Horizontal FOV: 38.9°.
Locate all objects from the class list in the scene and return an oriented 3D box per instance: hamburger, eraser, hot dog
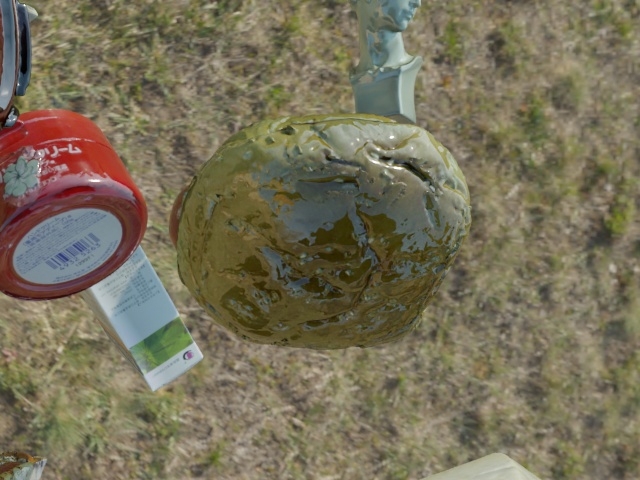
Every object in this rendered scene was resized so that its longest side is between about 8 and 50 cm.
[{"bbox_3d":[0.002,0.001,0.856,0.265,0.134,0.285,-2,132,-19],"label":"hamburger"},{"bbox_3d":[-0.502,-0.375,1.488,0.038,0.083,0.019,-31,85,11],"label":"eraser"},{"bbox_3d":[-0.576,0.419,1.575,0.252,0.131,0.069,-9,99,-73],"label":"hot dog"}]

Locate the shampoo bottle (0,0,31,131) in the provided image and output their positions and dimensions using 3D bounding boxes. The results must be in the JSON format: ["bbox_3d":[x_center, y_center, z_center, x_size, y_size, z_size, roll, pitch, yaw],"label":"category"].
[{"bbox_3d":[-0.374,-0.135,0.658,0.084,0.323,0.129,1,89,-76],"label":"shampoo bottle"}]

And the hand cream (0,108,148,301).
[{"bbox_3d":[-0.346,-0.041,1.165,0.230,0.149,0.230,-27,152,-16],"label":"hand cream"}]

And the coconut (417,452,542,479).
[{"bbox_3d":[0.135,0.279,0.725,0.222,0.202,0.202,-15,106,-8],"label":"coconut"}]

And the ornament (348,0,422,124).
[{"bbox_3d":[0.092,-0.304,1.348,0.120,0.130,0.285,-18,114,-67],"label":"ornament"}]

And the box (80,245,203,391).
[{"bbox_3d":[-0.331,0.077,1.491,0.106,0.200,0.299,-35,117,-17],"label":"box"}]

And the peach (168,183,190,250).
[{"bbox_3d":[-0.207,-0.040,1.945,0.243,0.243,0.199,-42,157,-24],"label":"peach"}]
